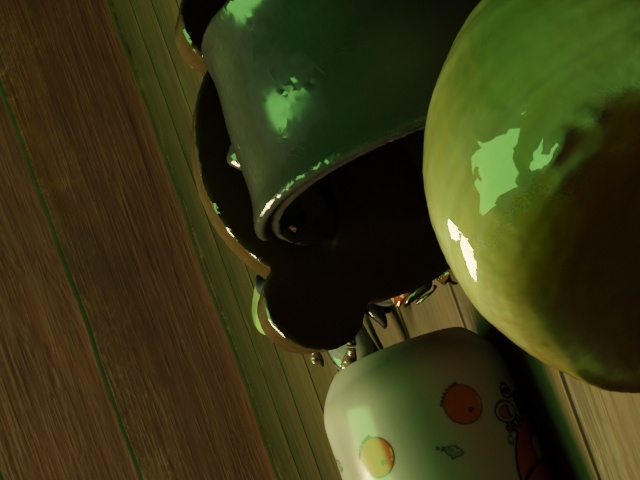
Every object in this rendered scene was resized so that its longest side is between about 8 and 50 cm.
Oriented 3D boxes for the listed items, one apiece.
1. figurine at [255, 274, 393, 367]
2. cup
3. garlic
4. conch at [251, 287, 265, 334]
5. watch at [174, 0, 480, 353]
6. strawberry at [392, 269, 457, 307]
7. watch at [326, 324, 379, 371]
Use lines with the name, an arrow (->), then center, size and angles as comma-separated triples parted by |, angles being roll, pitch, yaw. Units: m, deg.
figurine -> 0.005, 0.011, 2.111 | 0.265, 0.175, 0.197 | 97, 157, -50
cup -> 0.135, 0.261, 1.783 | 0.212, 0.212, 0.317 | 113, 137, -74
garlic -> 0.193, -0.060, 0.880 | 0.313, 0.249, 0.286 | 89, -158, -54
conch -> -0.034, 0.023, 2.447 | 0.137, 0.143, 0.250 | 2, 102, 34
watch -> 0.081, -0.112, 1.287 | 0.327, 0.335, 0.314 | -40, 63, 58
strawberry -> 0.098, -0.041, 1.685 | 0.175, 0.107, 0.236 | -51, 47, 43
watch -> 0.047, 0.144, 2.297 | 0.206, 0.068, 0.193 | 56, -179, 30
